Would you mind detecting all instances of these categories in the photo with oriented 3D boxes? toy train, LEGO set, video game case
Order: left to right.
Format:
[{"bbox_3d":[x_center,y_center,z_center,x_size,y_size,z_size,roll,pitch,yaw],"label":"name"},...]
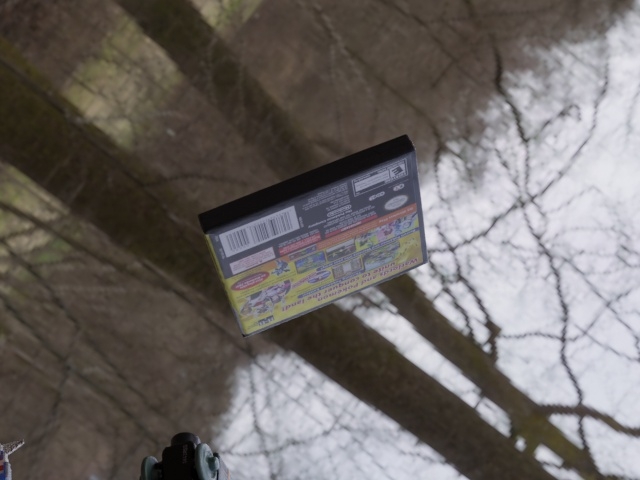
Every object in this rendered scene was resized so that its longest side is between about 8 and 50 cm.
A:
[{"bbox_3d":[-0.370,0.291,1.383,0.182,0.060,0.244,104,-28,-63],"label":"LEGO set"},{"bbox_3d":[-0.208,0.478,1.945,0.142,0.190,0.334,-17,-139,10],"label":"toy train"},{"bbox_3d":[0.000,0.000,1.520,0.274,0.035,0.248,-22,144,-6],"label":"video game case"}]
